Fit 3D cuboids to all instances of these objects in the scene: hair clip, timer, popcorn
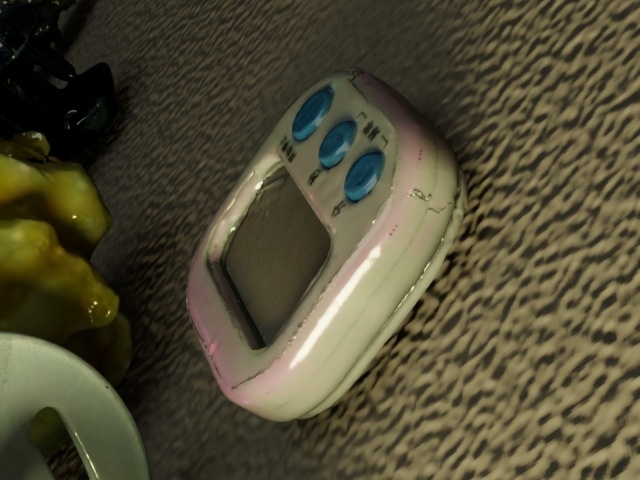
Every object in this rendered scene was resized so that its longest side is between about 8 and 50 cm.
[{"bbox_3d":[-0.334,-0.077,1.514,0.310,0.194,0.206,-28,30,46],"label":"hair clip"},{"bbox_3d":[0.000,0.000,0.934,0.191,0.069,0.208,-54,27,12],"label":"timer"},{"bbox_3d":[-0.301,0.076,1.154,0.326,0.290,0.321,-45,-9,-51],"label":"popcorn"}]

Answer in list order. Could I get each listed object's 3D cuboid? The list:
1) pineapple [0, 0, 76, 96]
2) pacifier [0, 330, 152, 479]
[{"bbox_3d":[-0.405,-0.184,1.742,0.362,0.202,0.202,-51,25,-3],"label":"pineapple"},{"bbox_3d":[-0.192,0.192,0.882,0.299,0.244,0.233,-33,12,-31],"label":"pacifier"}]
